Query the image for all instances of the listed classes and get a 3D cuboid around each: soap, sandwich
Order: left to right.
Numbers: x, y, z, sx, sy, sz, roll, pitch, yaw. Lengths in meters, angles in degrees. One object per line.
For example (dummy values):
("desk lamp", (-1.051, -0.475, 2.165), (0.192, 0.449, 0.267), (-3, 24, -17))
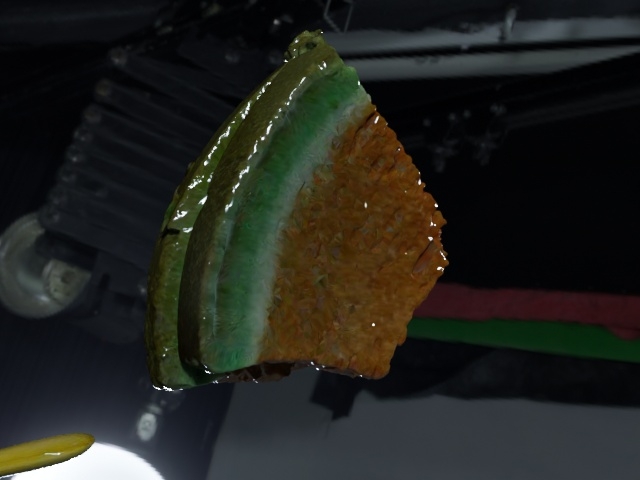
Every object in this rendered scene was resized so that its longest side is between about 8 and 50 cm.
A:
("soap", (-0.143, 0.098, 0.375), (0.089, 0.012, 0.034), (-11, -3, -6))
("sandwich", (-0.013, 0.002, 0.629), (0.212, 0.292, 0.109), (46, -17, -16))
